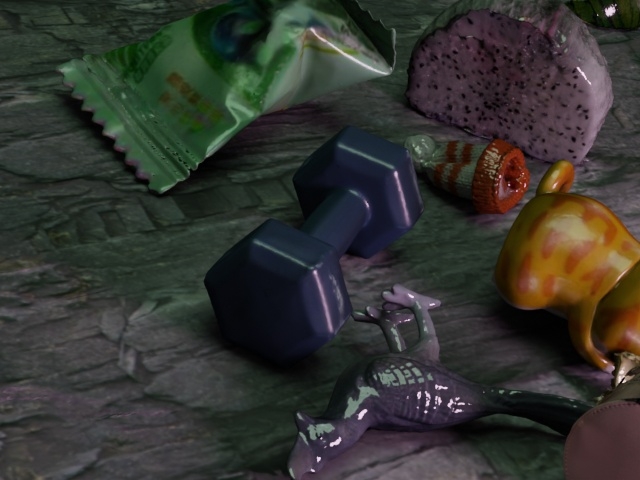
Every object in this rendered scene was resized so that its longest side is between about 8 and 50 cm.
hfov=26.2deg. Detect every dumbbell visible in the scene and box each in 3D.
[{"bbox_3d":[0.000,0.001,1.529,0.143,0.156,0.316,-3,27,27],"label":"dumbbell"}]

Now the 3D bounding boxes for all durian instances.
[{"bbox_3d":[0.355,0.178,1.485,0.052,0.066,0.130,-29,64,-33],"label":"durian"}]

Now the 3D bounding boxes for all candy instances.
[{"bbox_3d":[-0.121,-0.226,1.785,0.398,0.172,0.263,-28,48,-28],"label":"candy"}]

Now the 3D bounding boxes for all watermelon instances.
[{"bbox_3d":[0.506,-0.390,2.341,0.181,0.075,0.092,-17,2,-39],"label":"watermelon"}]

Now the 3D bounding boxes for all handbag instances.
[{"bbox_3d":[0.353,0.214,1.347,0.205,0.179,0.116,30,31,18],"label":"handbag"}]

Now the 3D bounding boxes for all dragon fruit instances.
[{"bbox_3d":[0.288,-0.261,1.940,0.283,0.204,0.221,25,36,12],"label":"dragon fruit"}]

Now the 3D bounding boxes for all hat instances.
[{"bbox_3d":[0.180,-0.094,1.793,0.162,0.094,0.112,12,21,28],"label":"hat"}]

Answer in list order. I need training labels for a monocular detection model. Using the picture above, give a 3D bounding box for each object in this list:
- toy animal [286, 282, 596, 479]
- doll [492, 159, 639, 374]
[{"bbox_3d":[0.102,0.141,1.424,0.367,0.081,0.206,-3,52,-26],"label":"toy animal"},{"bbox_3d":[0.325,0.051,1.571,0.269,0.162,0.166,39,21,14],"label":"doll"}]
